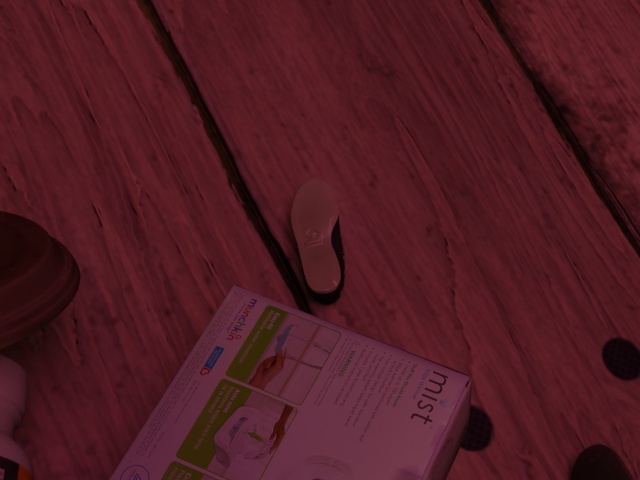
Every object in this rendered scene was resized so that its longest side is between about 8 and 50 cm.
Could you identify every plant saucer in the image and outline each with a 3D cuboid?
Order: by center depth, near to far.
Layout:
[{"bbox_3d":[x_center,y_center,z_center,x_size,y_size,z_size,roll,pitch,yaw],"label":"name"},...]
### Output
[{"bbox_3d":[-0.338,0.031,0.936,0.278,0.041,0.278,-2,22,1],"label":"plant saucer"}]

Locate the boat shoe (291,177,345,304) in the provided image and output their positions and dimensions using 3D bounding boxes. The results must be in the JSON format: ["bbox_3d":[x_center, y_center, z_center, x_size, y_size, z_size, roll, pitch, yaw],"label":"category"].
[{"bbox_3d":[-0.002,0.000,1.158,0.049,0.042,0.133,-8,64,2],"label":"boat shoe"}]

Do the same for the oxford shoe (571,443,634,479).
[{"bbox_3d":[0.298,0.296,1.085,0.076,0.076,0.212,14,52,-45],"label":"oxford shoe"}]

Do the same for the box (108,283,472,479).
[{"bbox_3d":[-0.028,0.200,0.951,0.231,0.127,0.262,20,56,16],"label":"box"}]

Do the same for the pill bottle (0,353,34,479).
[{"bbox_3d":[-0.304,0.228,0.869,0.162,0.162,0.278,8,61,-13],"label":"pill bottle"}]
